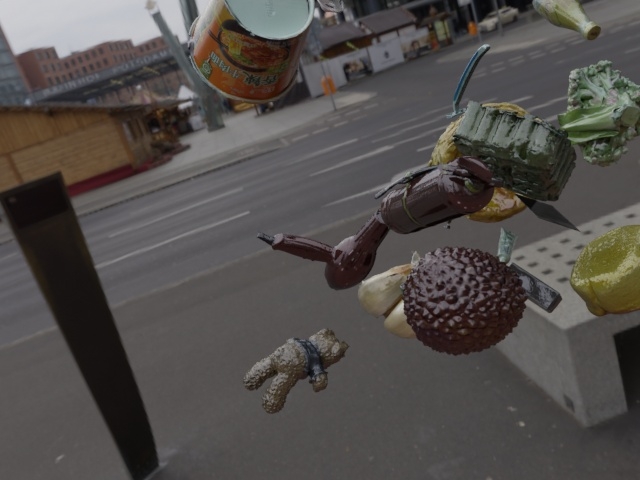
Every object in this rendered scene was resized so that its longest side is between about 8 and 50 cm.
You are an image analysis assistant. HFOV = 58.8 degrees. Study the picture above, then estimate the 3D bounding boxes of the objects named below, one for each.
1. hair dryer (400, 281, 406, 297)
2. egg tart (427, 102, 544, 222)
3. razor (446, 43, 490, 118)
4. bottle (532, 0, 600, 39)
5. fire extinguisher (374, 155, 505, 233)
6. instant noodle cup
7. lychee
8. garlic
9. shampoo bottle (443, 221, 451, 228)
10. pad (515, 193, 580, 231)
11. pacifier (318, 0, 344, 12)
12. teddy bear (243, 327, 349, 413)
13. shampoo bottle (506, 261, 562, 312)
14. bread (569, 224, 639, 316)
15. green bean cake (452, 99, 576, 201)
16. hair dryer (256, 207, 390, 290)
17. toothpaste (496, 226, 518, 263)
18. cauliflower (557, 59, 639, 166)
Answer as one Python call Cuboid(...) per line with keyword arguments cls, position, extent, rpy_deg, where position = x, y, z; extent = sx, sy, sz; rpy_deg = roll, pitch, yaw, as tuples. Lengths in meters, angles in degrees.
Cuboid(cls="hair dryer", position=(0.336, 0.166, 1.841), extent=(0.150, 0.071, 0.047), rpy_deg=(-11, 24, 31))
Cuboid(cls="egg tart", position=(0.538, -0.252, 1.808), extent=(0.387, 0.388, 0.169), rpy_deg=(-16, 19, 11))
Cuboid(cls="razor", position=(0.344, -0.373, 1.324), extent=(0.068, 0.191, 0.037), rpy_deg=(-26, 59, -30))
Cuboid(cls="bottle", position=(0.632, -0.585, 1.459), extent=(0.083, 0.083, 0.270), rpy_deg=(-18, 42, 4))
Cuboid(cls="fire extinguisher", position=(0.200, -0.085, 1.002), extent=(0.141, 0.105, 0.341), rpy_deg=(7, -10, -14))
Cuboid(cls="instant noodle cup", position=(-0.120, -0.398, 1.061), extent=(0.230, 0.230, 0.182), rpy_deg=(-27, -4, -26))
Cuboid(cls="lychee", position=(0.375, 0.161, 1.516), extent=(0.330, 0.306, 0.306), rpy_deg=(-8, 19, 47))
Cuboid(cls="garlic", position=(0.288, 0.217, 2.094), extent=(0.313, 0.286, 0.249), rpy_deg=(-40, 15, 30))
Cuboid(cls="shampoo bottle", position=(0.445, -0.108, 1.931), extent=(0.027, 0.138, 0.048), rpy_deg=(3, 12, -29))
Cuboid(cls="pad", position=(0.608, -0.078, 1.535), extent=(0.127, 0.004, 0.190), rpy_deg=(17, 22, -9))
Cuboid(cls="pacifier", position=(0.033, -0.623, 1.439), extent=(0.081, 0.100, 0.078), rpy_deg=(10, -35, -22))
Cuboid(cls="teddy bear", position=(-0.055, 0.287, 1.317), extent=(0.251, 0.129, 0.182), rpy_deg=(-30, 50, -15))
Cuboid(cls="shampoo bottle", position=(0.756, 0.163, 2.081), extent=(0.246, 0.080, 0.079), rpy_deg=(39, 93, 33))
Cuboid(cls="bread", position=(0.804, 0.080, 1.509), extent=(0.270, 0.148, 0.270), rpy_deg=(-44, 10, 10))
Cuboid(cls="green bean cake", position=(0.450, -0.206, 1.319), extent=(0.241, 0.132, 0.255), rpy_deg=(27, -1, 32))
Cuboid(cls="hair dryer", position=(0.000, 0.000, 1.546), extent=(0.340, 0.313, 0.123), rpy_deg=(15, 47, -12))
Cuboid(cls="toothpaste", position=(0.584, 0.020, 1.788), extent=(0.064, 0.041, 0.218), rpy_deg=(31, 35, 7))
Cuboid(cls="cauliflower", position=(0.722, -0.313, 1.413), extent=(0.238, 0.257, 0.315), rpy_deg=(16, 14, 3))
